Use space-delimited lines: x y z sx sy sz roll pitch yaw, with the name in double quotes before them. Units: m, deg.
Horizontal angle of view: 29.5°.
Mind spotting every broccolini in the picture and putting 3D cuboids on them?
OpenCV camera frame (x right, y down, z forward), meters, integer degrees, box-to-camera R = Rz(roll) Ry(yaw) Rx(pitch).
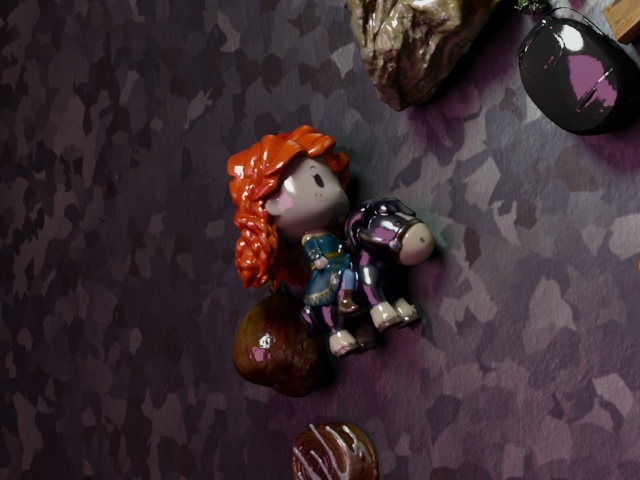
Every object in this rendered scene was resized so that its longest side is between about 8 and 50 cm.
"broccolini" 0.322 -0.458 1.862 0.054 0.051 0.239 0 79 2

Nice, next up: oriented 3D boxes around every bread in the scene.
"bread" 0.022 0.388 2.083 0.160 0.073 0.160 -5 83 45

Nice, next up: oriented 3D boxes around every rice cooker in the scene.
"rice cooker" 0.369 -0.238 1.738 0.142 0.118 0.203 -51 55 31

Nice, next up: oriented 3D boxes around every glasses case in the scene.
"glasses case" 0.475 -0.349 1.694 0.170 0.041 0.064 -44 46 35

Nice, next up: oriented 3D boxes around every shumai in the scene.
"shumai" 0.188 -0.367 1.921 0.262 0.267 0.314 -7 112 16

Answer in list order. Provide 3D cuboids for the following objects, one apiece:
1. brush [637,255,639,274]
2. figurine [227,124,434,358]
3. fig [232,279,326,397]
"brush" 0.495 -0.091 1.675 0.090 0.017 0.314 25 106 46
"figurine" 0.009 0.001 2.035 0.412 0.241 0.306 36 122 30
"fig" -0.081 0.152 2.164 0.145 0.170 0.274 -49 36 37
